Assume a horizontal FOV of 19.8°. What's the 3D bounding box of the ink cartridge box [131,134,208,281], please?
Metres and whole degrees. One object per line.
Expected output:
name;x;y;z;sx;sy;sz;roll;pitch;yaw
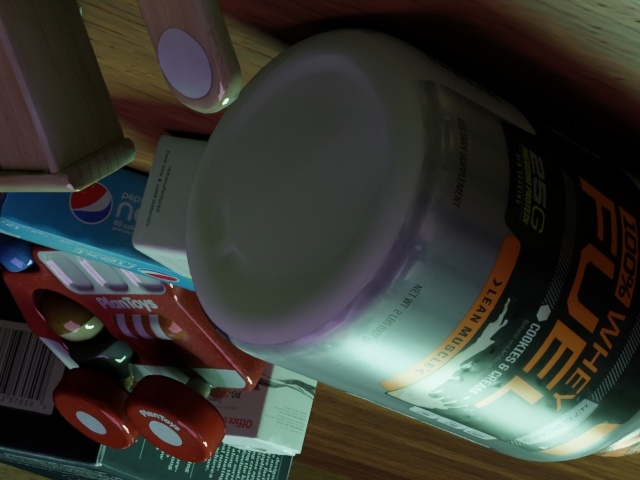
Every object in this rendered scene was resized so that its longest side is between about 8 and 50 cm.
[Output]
ink cartridge box;0.000;0.000;1.344;0.219;0.092;0.160;8;167;24

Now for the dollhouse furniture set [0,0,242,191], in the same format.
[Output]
dollhouse furniture set;-0.255;-0.043;0.790;0.303;0.173;0.355;0;-154;45

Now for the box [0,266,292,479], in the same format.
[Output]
box;-0.242;0.190;2.197;0.294;0.212;0.395;6;165;30

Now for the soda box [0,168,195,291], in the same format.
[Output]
soda box;-0.158;-0.016;1.503;0.210;0.071;0.067;18;168;-17

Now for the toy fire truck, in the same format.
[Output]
toy fire truck;-0.192;0.070;1.799;0.302;0.169;0.254;1;137;47

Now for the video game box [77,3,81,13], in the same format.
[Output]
video game box;-0.250;-0.129;1.158;0.205;0.048;0.187;15;166;-4

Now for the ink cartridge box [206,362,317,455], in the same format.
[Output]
ink cartridge box;-0.058;0.140;1.905;0.063;0.150;0.109;23;165;-35

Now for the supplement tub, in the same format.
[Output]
supplement tub;0.092;0.017;1.086;0.316;0.193;0.194;24;165;-41
